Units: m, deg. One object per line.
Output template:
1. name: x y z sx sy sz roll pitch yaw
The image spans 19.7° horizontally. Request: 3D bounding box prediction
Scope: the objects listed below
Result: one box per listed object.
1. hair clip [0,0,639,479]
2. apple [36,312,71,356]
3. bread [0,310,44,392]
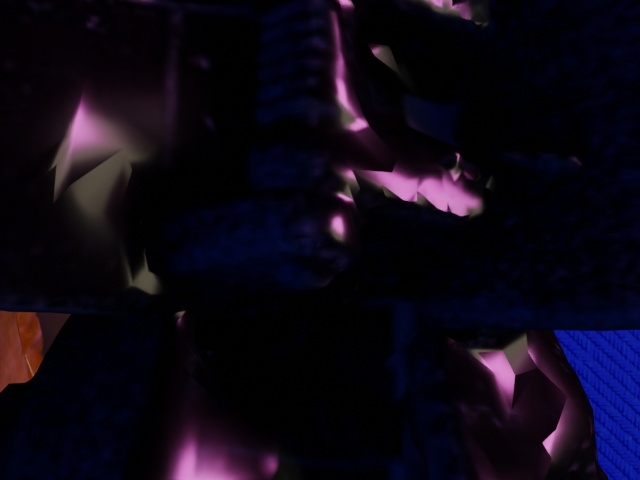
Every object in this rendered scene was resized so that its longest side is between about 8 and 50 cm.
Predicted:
1. hair clip: 0.000 -0.005 0.413 0.206 0.194 0.310 89 1 -73
2. apple: -0.065 -0.039 0.720 0.295 0.233 0.258 -77 161 -57
3. bread: -0.156 0.049 0.434 0.227 0.142 0.253 -83 171 -50
